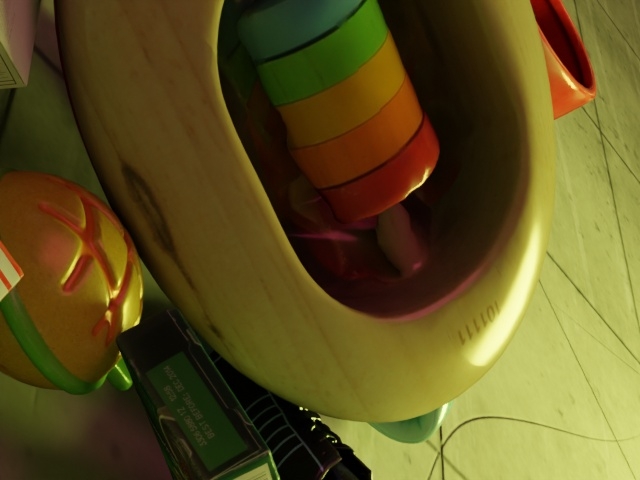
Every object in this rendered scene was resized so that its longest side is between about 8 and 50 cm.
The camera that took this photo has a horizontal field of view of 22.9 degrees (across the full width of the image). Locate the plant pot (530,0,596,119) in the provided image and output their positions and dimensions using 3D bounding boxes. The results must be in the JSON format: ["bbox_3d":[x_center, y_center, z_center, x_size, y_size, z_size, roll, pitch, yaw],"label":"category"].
[{"bbox_3d":[0.168,-0.191,1.636,0.191,0.174,0.191,45,28,-32],"label":"plant pot"}]

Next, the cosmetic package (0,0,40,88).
[{"bbox_3d":[-0.183,-0.203,0.836,0.099,0.060,0.239,75,15,-58],"label":"cosmetic package"}]

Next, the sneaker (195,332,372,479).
[{"bbox_3d":[-0.016,0.137,0.997,0.081,0.090,0.232,29,39,-51],"label":"sneaker"}]

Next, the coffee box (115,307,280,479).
[{"bbox_3d":[-0.051,0.134,0.853,0.113,0.040,0.184,53,-16,38],"label":"coffee box"}]

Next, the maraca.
[{"bbox_3d":[-0.142,0.025,0.862,0.185,0.099,0.127,43,30,-74],"label":"maraca"}]

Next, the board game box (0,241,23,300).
[{"bbox_3d":[-0.212,0.066,0.545,0.045,0.193,0.147,56,24,-12],"label":"board game box"}]

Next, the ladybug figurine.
[{"bbox_3d":[-0.017,-0.098,0.955,0.305,0.162,0.449,-35,118,-26],"label":"ladybug figurine"}]

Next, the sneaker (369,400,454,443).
[{"bbox_3d":[0.000,0.000,1.131,0.366,0.135,0.150,48,23,-26],"label":"sneaker"}]
